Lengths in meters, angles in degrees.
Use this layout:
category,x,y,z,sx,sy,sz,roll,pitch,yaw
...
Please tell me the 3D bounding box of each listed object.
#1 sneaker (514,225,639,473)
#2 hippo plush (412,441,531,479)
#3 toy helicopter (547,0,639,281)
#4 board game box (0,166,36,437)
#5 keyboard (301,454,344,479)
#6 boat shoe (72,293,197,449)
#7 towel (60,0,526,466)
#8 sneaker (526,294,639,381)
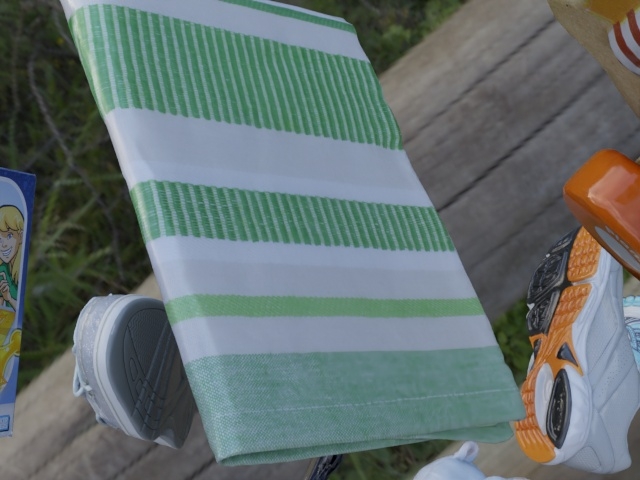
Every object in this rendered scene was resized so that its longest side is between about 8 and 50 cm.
category,x,y,z,sx,sy,sz,roll,pitch,yaw
sneaker,0.275,0.110,1.177,0.099,0.121,0.262,-18,53,57
hippo plush,0.223,0.372,1.609,0.294,0.236,0.234,29,59,36
toy helicopter,0.141,-0.091,0.435,0.140,0.355,0.235,-44,27,2
board game box,-0.200,0.025,0.506,0.035,0.201,0.136,4,89,20
keyboard,-0.018,0.404,1.822,0.033,0.201,0.317,24,82,-2
boat shoe,-0.185,0.126,1.102,0.103,0.320,0.118,12,74,7
towel,-0.018,-0.024,0.693,0.038,0.248,0.325,-42,59,35
sneaker,0.357,0.180,1.581,0.110,0.283,0.122,35,50,-3
